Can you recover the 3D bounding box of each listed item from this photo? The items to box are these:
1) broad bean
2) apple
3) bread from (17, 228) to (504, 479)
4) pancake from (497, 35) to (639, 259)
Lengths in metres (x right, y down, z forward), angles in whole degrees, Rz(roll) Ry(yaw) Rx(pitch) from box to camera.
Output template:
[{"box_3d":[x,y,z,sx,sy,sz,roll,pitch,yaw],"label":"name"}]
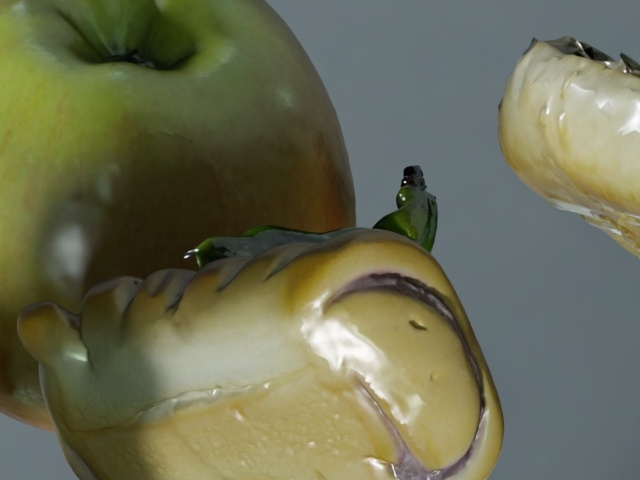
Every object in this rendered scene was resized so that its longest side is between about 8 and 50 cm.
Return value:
[{"box_3d":[0.006,0.006,1.143,0.061,0.195,0.046,58,137,11],"label":"broad bean"},{"box_3d":[-0.141,-0.043,1.339,0.338,0.338,0.305,27,135,35],"label":"apple"},{"box_3d":[-0.033,0.064,0.866,0.225,0.081,0.134,-9,120,34],"label":"bread"},{"box_3d":[0.239,0.028,0.782,0.387,0.082,0.387,26,-179,-1],"label":"pancake"}]
